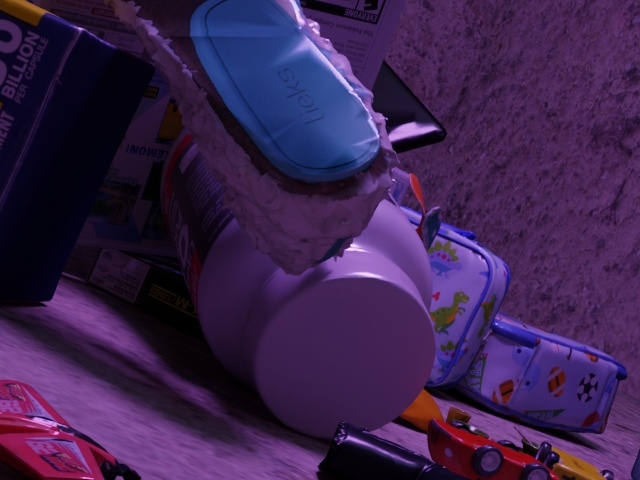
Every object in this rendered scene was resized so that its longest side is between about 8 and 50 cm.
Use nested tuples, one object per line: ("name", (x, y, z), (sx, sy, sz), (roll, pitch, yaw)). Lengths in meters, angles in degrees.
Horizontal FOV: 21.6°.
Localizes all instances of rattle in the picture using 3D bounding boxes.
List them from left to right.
("rattle", (0.092, 0.060, 1.425), (0.143, 0.199, 0.130), (24, 3, -13))

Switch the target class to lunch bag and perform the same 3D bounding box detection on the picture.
("lunch bag", (0.089, 0.053, 1.847), (0.219, 0.176, 0.090), (25, 3, 23))
("lunch bag", (0.203, 0.134, 2.011), (0.303, 0.115, 0.243), (24, 0, -43))

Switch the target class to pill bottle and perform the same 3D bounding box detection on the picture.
("pill bottle", (-0.017, 0.015, 1.281), (0.176, 0.176, 0.318), (24, 17, -23))

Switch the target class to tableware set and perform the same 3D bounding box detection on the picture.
("tableware set", (0.184, 0.192, 1.576), (0.154, 0.024, 0.104), (24, 3, -14))

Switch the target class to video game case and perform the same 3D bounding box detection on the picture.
("video game case", (-0.105, -0.126, 1.394), (0.329, 0.300, 0.036), (8, 22, -35))

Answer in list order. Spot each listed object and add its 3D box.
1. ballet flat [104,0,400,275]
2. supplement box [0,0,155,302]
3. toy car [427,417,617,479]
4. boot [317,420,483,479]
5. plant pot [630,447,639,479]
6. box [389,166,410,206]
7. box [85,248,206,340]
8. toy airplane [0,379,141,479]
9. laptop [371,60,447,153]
("ballet flat", (-0.079, -0.143, 1.164), (0.147, 0.147, 0.409), (21, 36, -52))
("supplement box", (-0.329, -0.116, 1.151), (0.356, 0.194, 0.195), (25, 2, 9))
("toy car", (0.201, 0.203, 1.181), (0.225, 0.053, 0.239), (27, 4, 33))
("boot", (0.050, 0.145, 1.021), (0.099, 0.045, 0.121), (27, -5, 3))
("plant pot", (0.519, 0.164, 1.811), (0.341, 0.334, 0.341), (24, 3, -1))
("box", (0.000, 0.000, 1.778), (0.114, 0.203, 0.103), (23, 2, 15))
("box", (-0.088, 0.061, 1.491), (0.191, 0.045, 0.184), (25, 1, 17))
("toy airplane", (-0.144, 0.080, 0.707), (0.151, 0.028, 0.151), (24, 1, -1))
("laptop", (-0.147, -0.093, 1.702), (0.382, 0.236, 0.408), (-17, 46, -23))
